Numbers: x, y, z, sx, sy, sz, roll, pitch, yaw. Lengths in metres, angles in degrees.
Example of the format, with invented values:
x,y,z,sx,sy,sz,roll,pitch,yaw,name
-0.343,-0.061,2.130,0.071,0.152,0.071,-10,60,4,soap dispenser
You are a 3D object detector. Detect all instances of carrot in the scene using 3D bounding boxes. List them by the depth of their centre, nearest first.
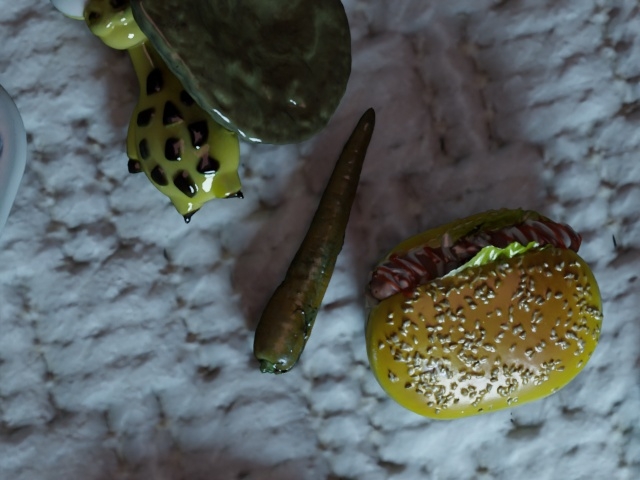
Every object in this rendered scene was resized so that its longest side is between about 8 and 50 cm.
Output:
x,y,z,sx,sy,sz,roll,pitch,yaw,name
0.000,0.000,1.714,0.049,0.049,0.254,23,82,-10,carrot

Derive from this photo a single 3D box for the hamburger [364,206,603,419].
x,y,z,sx,sy,sz,roll,pitch,yaw,name
0.137,0.064,1.701,0.210,0.116,0.173,-14,96,-10,hamburger

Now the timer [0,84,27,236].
x,y,z,sx,sy,sz,roll,pitch,yaw,name
-0.377,-0.042,1.616,0.237,0.087,0.262,20,86,-11,timer

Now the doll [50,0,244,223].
x,y,z,sx,sy,sz,roll,pitch,yaw,name
-0.148,-0.157,1.661,0.117,0.086,0.291,-24,94,14,doll

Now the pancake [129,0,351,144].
x,y,z,sx,sy,sz,roll,pitch,yaw,name
-0.071,-0.189,1.648,0.236,0.042,0.222,24,60,-36,pancake
